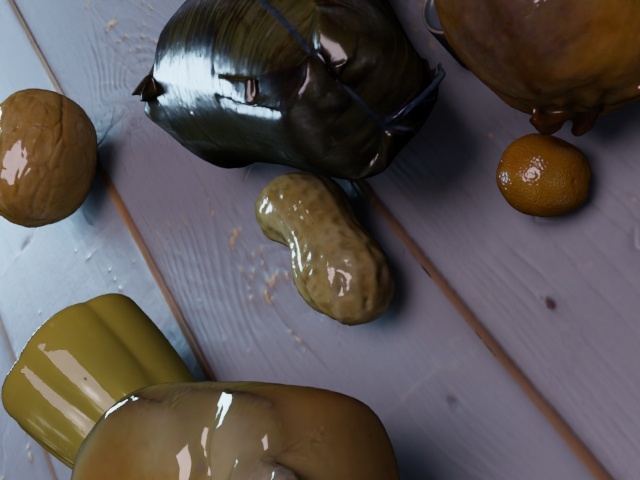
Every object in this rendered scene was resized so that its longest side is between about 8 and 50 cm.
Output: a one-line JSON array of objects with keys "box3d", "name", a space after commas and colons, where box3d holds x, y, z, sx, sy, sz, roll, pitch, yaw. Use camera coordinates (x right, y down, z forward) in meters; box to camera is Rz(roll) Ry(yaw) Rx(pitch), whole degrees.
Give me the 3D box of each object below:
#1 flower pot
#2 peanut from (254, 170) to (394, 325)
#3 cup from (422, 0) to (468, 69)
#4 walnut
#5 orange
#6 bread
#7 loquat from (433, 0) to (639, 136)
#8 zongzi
[{"box3d": [-0.220, 0.184, 1.011, 0.179, 0.195, 0.195, 36, 97, 31], "name": "flower pot"}, {"box3d": [0.000, 0.000, 0.950, 0.103, 0.098, 0.229, -45, 49, 15], "name": "peanut"}, {"box3d": [0.154, -0.234, 0.927, 0.078, 0.077, 0.100, 5, 76, 41], "name": "cup"}, {"box3d": [-0.393, -0.115, 1.282, 0.165, 0.165, 0.197, -12, 58, 36], "name": "walnut"}, {"box3d": [0.201, -0.059, 0.823, 0.085, 0.085, 0.085, -16, 64, 35], "name": "orange"}, {"box3d": [-0.071, 0.322, 0.775, 0.348, 0.253, 0.375, -18, 62, 37], "name": "bread"}, {"box3d": [0.205, -0.213, 0.780, 0.193, 0.238, 0.238, -26, 58, 33], "name": "loquat"}, {"box3d": [0.032, -0.262, 0.939, 0.432, 0.208, 0.403, -55, 29, -9], "name": "zongzi"}]
